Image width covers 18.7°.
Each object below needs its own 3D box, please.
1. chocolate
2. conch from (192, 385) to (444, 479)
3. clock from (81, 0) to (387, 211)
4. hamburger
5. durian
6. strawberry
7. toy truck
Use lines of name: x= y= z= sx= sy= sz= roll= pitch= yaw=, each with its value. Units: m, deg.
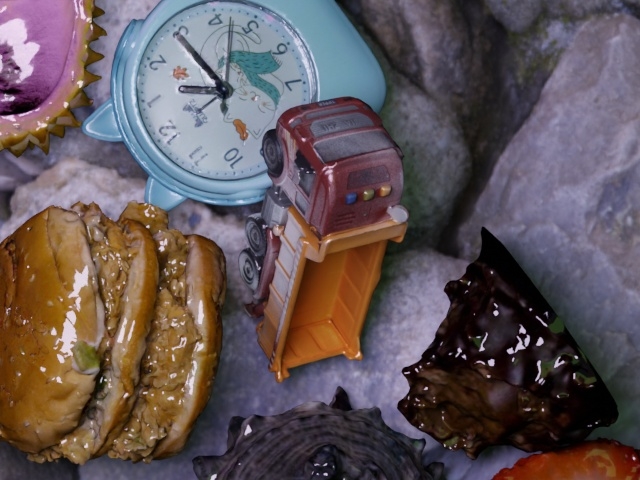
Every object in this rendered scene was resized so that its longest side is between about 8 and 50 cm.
chocolate: x=0.163 y=0.136 z=1.895 sx=0.177 sy=0.206 sz=0.224 roll=-37 pitch=103 yaw=1
conch: x=-0.015 y=0.274 z=1.881 sx=0.313 sy=0.186 sz=0.240 roll=0 pitch=100 yaw=-31
clock: x=-0.094 y=-0.148 z=1.888 sx=0.274 sy=0.094 sz=0.223 roll=-36 pitch=97 yaw=-7
hamburger: x=-0.206 y=0.100 z=1.805 sx=0.211 sy=0.260 sz=0.245 roll=14 pitch=45 yaw=-22
durian: x=-0.288 y=-0.251 z=1.834 sx=0.191 sy=0.112 sz=0.341 roll=-18 pitch=99 yaw=0
strawberry: x=0.237 y=0.295 z=1.937 sx=0.228 sy=0.098 sz=0.174 roll=-13 pitch=77 yaw=-24
toy truck: x=0.000 y=0.000 z=1.834 sx=0.114 sy=0.270 sz=0.135 roll=-14 pitch=49 yaw=-28
